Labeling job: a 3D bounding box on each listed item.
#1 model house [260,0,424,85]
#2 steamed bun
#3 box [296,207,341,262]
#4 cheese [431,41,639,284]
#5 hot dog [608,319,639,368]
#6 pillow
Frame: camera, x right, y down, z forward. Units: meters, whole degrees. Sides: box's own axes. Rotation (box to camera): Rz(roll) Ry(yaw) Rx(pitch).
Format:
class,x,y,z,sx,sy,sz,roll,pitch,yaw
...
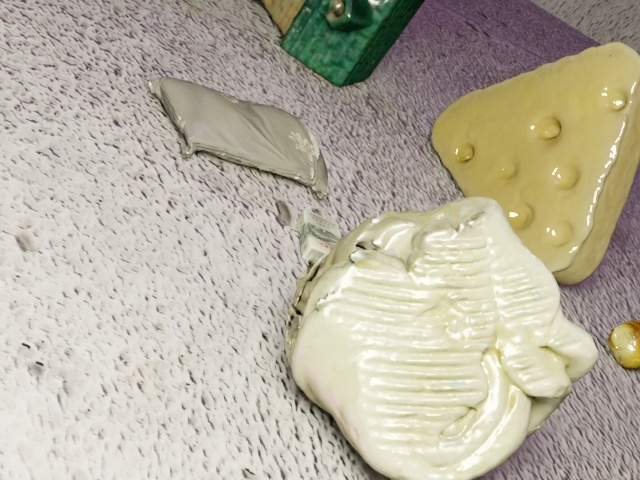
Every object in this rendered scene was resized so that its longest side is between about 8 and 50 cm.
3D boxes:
class,x,y,z,sx,sy,sz,roll,pitch,yaw
model house,0.068,-0.478,1.786,0.335,0.382,0.342,13,34,-38
steamed bun,0.107,0.107,1.119,0.280,0.268,0.207,55,-9,0
box,0.000,0.000,1.352,0.054,0.024,0.083,26,29,-23
cheese,0.367,-0.103,1.709,0.104,0.384,0.384,19,32,-46
hot dog,0.541,0.153,1.714,0.289,0.068,0.083,-3,54,-53
pillow,-0.094,-0.143,1.426,0.255,0.059,0.169,15,38,-39
